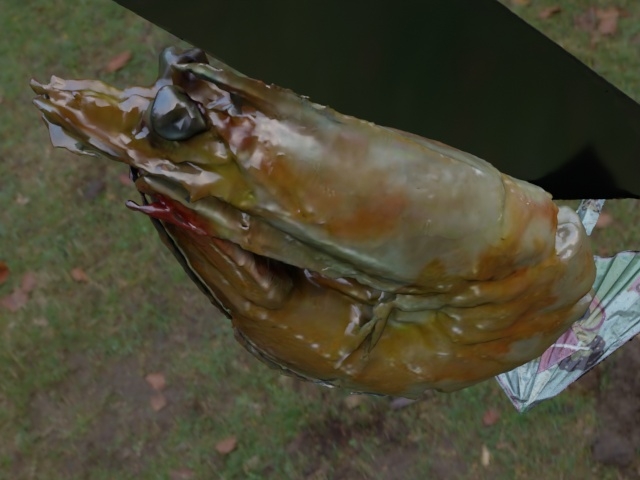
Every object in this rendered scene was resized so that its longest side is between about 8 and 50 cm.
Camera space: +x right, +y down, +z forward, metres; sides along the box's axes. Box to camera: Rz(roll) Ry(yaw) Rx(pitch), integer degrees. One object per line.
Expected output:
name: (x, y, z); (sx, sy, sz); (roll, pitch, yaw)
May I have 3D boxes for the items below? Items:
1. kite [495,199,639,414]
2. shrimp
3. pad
kite: (0.223, 0.051, 1.088); (0.322, 0.013, 0.268); (-5, 46, 35)
shrimp: (0.000, 0.001, 0.515); (0.154, 0.294, 0.062); (-42, 36, 27)
pad: (0.061, -0.093, 0.710); (0.247, 0.367, 0.007); (-1, 69, 52)
